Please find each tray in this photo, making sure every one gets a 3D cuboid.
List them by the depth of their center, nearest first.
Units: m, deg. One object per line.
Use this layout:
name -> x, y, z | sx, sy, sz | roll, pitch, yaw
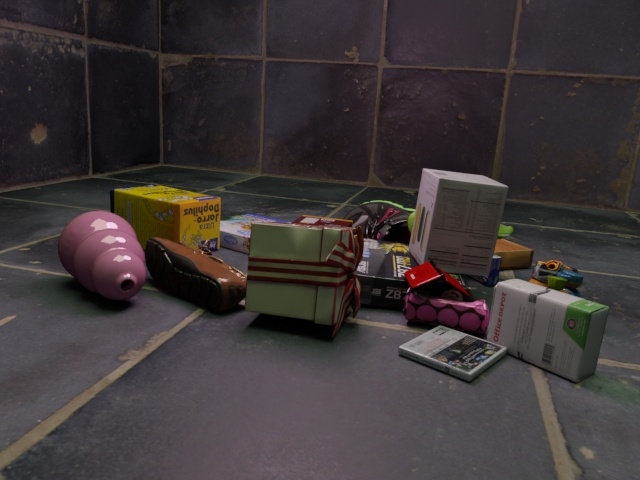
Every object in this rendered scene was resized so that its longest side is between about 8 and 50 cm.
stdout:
tray -> 0.590, 0.020, 2.093 | 0.203, 0.076, 0.411 | -3, 15, -23

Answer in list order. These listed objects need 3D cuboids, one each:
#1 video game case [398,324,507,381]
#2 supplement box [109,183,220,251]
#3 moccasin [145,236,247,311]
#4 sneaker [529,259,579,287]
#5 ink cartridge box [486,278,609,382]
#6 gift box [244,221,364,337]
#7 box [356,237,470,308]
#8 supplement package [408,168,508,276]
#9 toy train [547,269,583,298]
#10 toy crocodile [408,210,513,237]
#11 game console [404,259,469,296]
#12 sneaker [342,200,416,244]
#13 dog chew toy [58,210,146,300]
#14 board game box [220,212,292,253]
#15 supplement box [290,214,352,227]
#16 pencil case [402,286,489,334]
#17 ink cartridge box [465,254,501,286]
video game case -> 0.298, 0.248, 1.218 | 0.173, 0.022, 0.191 | 15, 17, 38
supplement box -> -0.549, -0.075, 1.920 | 0.357, 0.195, 0.194 | 13, 17, 31
moccasin -> -0.343, 0.076, 1.491 | 0.380, 0.139, 0.147 | 15, 17, 36
sneaker -> 0.778, 0.105, 1.783 | 0.215, 0.083, 0.084 | -4, 14, -32
ink cartridge box -> 0.498, 0.191, 1.210 | 0.093, 0.160, 0.220 | -6, 18, -39
gift box -> -0.028, 0.083, 1.334 | 0.259, 0.254, 0.276 | 5, 8, 13
box -> 0.257, 0.099, 1.634 | 0.319, 0.097, 0.395 | 6, 15, 5
supplement package -> 0.390, -0.057, 1.583 | 0.198, 0.262, 0.199 | 6, 15, -5
toy train -> 0.586, 0.154, 1.376 | 0.248, 0.143, 0.105 | -1, 13, -43
toy crocodile -> 0.453, -0.040, 1.768 | 0.341, 0.105, 0.115 | 1, -8, -4
game console -> 0.293, 0.111, 1.393 | 0.124, 0.085, 0.144 | -24, 11, 5
sneaker -> 0.244, -0.037, 1.997 | 0.483, 0.185, 0.202 | 5, 23, 45
dog chew toy -> -0.566, 0.050, 1.442 | 0.207, 0.206, 0.332 | -6, 26, -35
board game box -> -0.259, -0.031, 2.081 | 0.319, 0.065, 0.318 | 13, 17, 32
supplement box -> 0.000, 0.000, 1.898 | 0.192, 0.128, 0.194 | 7, 15, 12
pencil case -> 0.315, 0.173, 1.359 | 0.210, 0.098, 0.095 | 7, 35, 16
ink cartridge box -> 0.512, 0.074, 1.805 | 0.046, 0.097, 0.207 | -2, 16, -21
